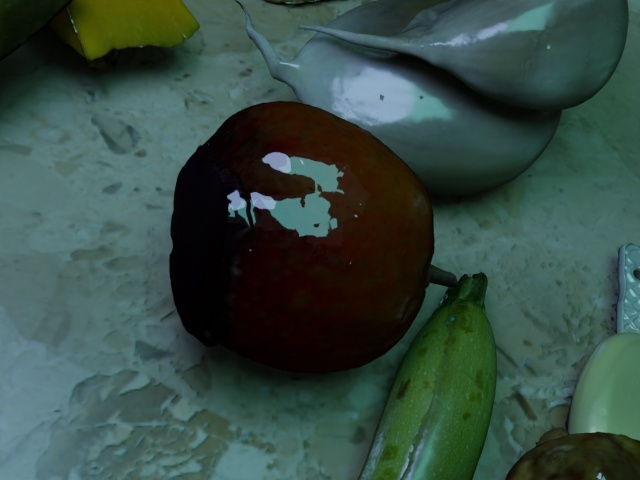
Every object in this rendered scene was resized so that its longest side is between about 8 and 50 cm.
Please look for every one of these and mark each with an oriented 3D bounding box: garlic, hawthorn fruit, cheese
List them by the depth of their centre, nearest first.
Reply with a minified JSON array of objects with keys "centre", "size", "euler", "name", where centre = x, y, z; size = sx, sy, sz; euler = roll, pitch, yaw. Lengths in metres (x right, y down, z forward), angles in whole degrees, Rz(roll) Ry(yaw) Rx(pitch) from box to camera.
[{"centre":[0.000,0.000,0.847],"size":[0.249,0.215,0.215],"euler":[14,60,-7],"name":"hawthorn fruit"},{"centre":[0.289,0.112,0.954],"size":[0.127,0.054,0.252],"euler":[17,59,-10],"name":"cheese"},{"centre":[0.128,-0.182,0.966],"size":[0.339,0.231,0.246],"euler":[-6,67,-25],"name":"garlic"}]

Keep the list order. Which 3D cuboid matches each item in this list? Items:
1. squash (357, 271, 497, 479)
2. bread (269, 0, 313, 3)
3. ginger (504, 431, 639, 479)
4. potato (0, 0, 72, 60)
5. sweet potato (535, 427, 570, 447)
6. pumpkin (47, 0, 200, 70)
[{"centre":[0.093,0.153,0.854],"size":[0.094,0.094,0.341],"euler":[27,58,0],"name":"squash"},{"centre":[0.016,-0.381,1.083],"size":[0.288,0.156,0.204],"euler":[-13,64,-20],"name":"bread"},{"centre":[0.253,0.288,0.675],"size":[0.418,0.176,0.254],"euler":[40,55,-7],"name":"ginger"},{"centre":[-0.410,-0.212,0.795],"size":[0.330,0.213,0.280],"euler":[22,69,15],"name":"potato"},{"centre":[0.215,0.274,0.821],"size":[0.097,0.097,0.252],"euler":[-8,68,-20],"name":"sweet potato"},{"centre":[-0.240,-0.266,0.978],"size":[0.131,0.126,0.248],"euler":[-30,94,-39],"name":"pumpkin"}]
